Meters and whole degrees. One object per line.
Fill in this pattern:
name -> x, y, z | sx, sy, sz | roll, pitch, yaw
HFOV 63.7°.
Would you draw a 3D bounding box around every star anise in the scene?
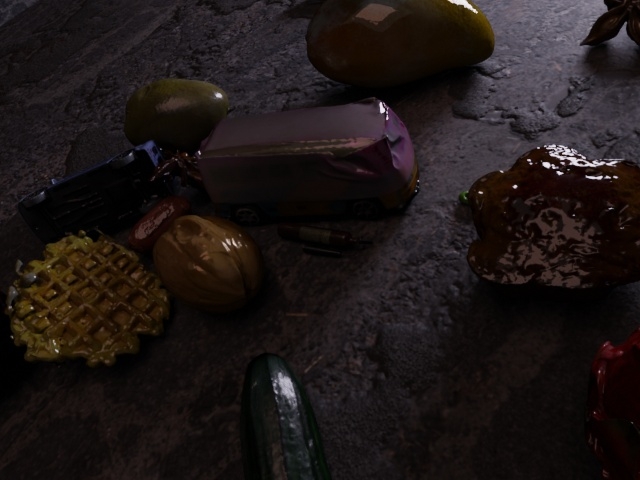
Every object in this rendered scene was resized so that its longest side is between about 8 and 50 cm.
star anise -> -0.253, -0.134, 1.027 | 0.053, 0.157, 0.212 | -62, 19, 20
star anise -> 0.594, -0.452, 1.012 | 0.148, 0.218, 0.228 | -25, -2, 40

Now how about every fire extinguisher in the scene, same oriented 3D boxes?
fire extinguisher -> 0.000, 0.000, 0.883 | 0.173, 0.035, 0.048 | 9, 55, 30

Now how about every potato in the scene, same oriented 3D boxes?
potato -> -0.310, -0.277, 1.132 | 0.252, 0.159, 0.174 | -4, 77, 8

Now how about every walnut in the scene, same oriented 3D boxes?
walnut -> -0.184, 0.036, 0.850 | 0.207, 0.159, 0.159 | 26, 67, 33

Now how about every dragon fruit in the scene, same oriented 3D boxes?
dragon fruit -> 0.383, 0.153, 0.474 | 0.293, 0.234, 0.233 | -53, 43, 28

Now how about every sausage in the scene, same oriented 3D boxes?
sausage -> -0.307, -0.027, 0.992 | 0.141, 0.076, 0.076 | -44, 52, -16

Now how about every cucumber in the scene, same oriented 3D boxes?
cucumber -> -0.065, 0.257, 0.696 | 0.115, 0.063, 0.243 | -23, 48, 2

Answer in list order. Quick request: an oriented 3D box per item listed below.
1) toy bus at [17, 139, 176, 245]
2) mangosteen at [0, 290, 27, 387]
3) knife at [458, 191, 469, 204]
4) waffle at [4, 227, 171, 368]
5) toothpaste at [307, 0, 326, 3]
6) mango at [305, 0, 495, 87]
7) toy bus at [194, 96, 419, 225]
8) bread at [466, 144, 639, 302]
toy bus -> -0.453, -0.097, 1.060 | 0.293, 0.125, 0.133 | -22, 27, 5
mangosteen -> -0.619, 0.159, 0.881 | 0.216, 0.216, 0.216 | -10, 52, 13
knife -> 0.325, -0.057, 0.814 | 0.212, 0.015, 0.054 | 14, 60, 29
waffle -> -0.394, 0.098, 0.893 | 0.263, 0.060, 0.280 | -1, 49, -13
toothpaste -> 0.053, -0.662, 1.354 | 0.197, 0.047, 0.040 | 4, 60, 24
mango -> 0.156, -0.415, 1.040 | 0.385, 0.198, 0.221 | 5, 51, 8
toy bus -> -0.025, -0.138, 0.913 | 0.387, 0.162, 0.171 | -1, 53, 19
bread -> 0.329, -0.023, 0.698 | 0.247, 0.135, 0.231 | -3, 62, 21
